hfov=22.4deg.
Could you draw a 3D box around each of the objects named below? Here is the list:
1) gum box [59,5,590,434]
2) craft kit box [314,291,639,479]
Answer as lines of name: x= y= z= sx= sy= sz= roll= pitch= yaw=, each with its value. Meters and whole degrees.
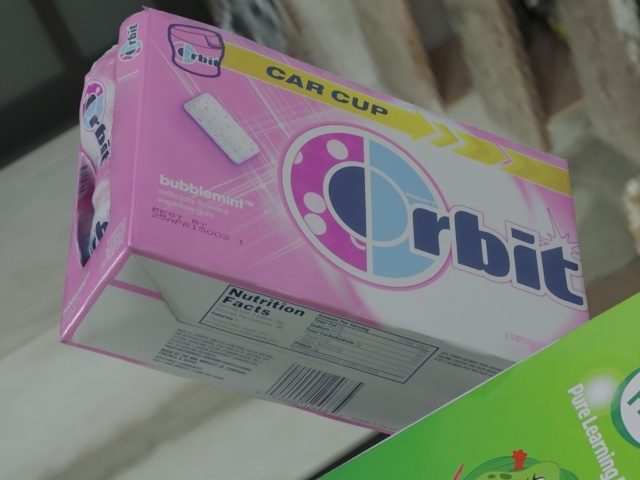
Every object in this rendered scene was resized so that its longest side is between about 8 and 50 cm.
gum box: x=0.000 y=0.000 z=0.575 sx=0.062 sy=0.188 sz=0.107 roll=-49 pitch=31 yaw=43
craft kit box: x=0.053 y=0.158 z=0.446 sx=0.061 sy=0.247 sz=0.250 roll=51 pitch=-166 yaw=-40
